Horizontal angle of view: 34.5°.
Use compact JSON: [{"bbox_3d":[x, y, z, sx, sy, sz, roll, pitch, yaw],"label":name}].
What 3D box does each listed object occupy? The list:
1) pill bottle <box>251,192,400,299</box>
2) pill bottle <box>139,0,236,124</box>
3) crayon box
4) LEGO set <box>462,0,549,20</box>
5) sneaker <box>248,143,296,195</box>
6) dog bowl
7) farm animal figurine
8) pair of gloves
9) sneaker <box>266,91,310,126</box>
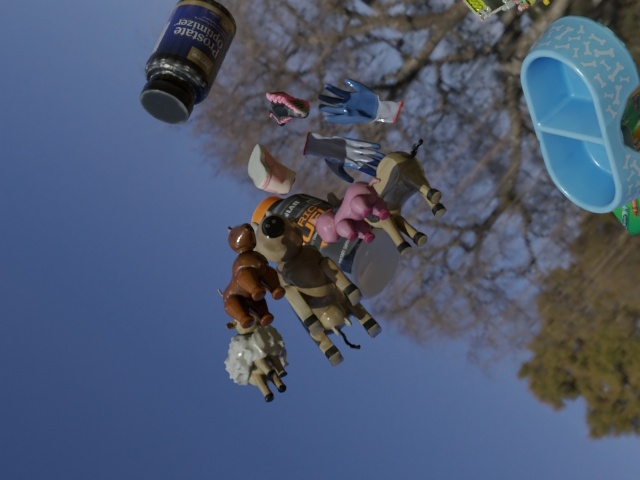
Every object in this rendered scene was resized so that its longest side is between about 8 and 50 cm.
[{"bbox_3d":[0.000,0.000,1.691,0.245,0.131,0.130,21,-168,36],"label":"pill bottle"},{"bbox_3d":[-0.241,-0.321,1.847,0.122,0.123,0.219,28,-120,-17],"label":"pill bottle"},{"bbox_3d":[0.654,-0.165,2.058,0.165,0.081,0.278,49,-124,-14],"label":"crayon box"},{"bbox_3d":[0.310,-0.430,1.734,0.132,0.107,0.287,61,179,-32],"label":"LEGO set"},{"bbox_3d":[-0.083,-0.119,1.798,0.070,0.051,0.134,18,-156,-22],"label":"sneaker"},{"bbox_3d":[0.371,-0.164,1.439,0.166,0.074,0.297,24,145,51],"label":"dog bowl"},{"bbox_3d":[-0.003,0.025,1.414,0.330,0.327,0.172,-25,-130,-19],"label":"farm animal figurine"},{"bbox_3d":[0.057,-0.200,1.872,0.159,0.198,0.023,15,162,12],"label":"pair of gloves"},{"bbox_3d":[-0.058,-0.231,1.858,0.047,0.057,0.119,-4,-158,-32],"label":"sneaker"}]
